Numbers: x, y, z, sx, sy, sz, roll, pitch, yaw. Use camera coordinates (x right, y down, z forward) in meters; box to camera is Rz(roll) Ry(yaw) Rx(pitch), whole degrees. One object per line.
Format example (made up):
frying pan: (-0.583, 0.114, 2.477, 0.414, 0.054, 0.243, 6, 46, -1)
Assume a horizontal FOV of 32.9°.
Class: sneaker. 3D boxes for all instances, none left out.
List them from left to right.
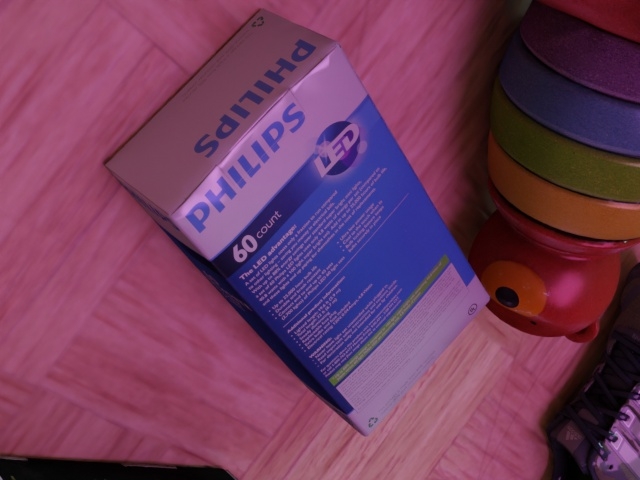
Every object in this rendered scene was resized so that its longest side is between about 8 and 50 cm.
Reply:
sneaker: (0.278, 0.155, 0.989, 0.121, 0.111, 0.300, -11, 119, -32)

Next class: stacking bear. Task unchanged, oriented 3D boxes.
stacking bear: (0.182, -0.057, 0.748, 0.164, 0.175, 0.289, -39, 150, -50)

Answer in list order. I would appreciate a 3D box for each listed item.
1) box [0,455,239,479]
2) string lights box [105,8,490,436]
box: (-0.072, 0.229, 0.574, 0.257, 0.322, 0.079, 13, 104, -45)
string lights box: (0.000, 0.000, 0.676, 0.133, 0.076, 0.260, -46, 135, -10)
